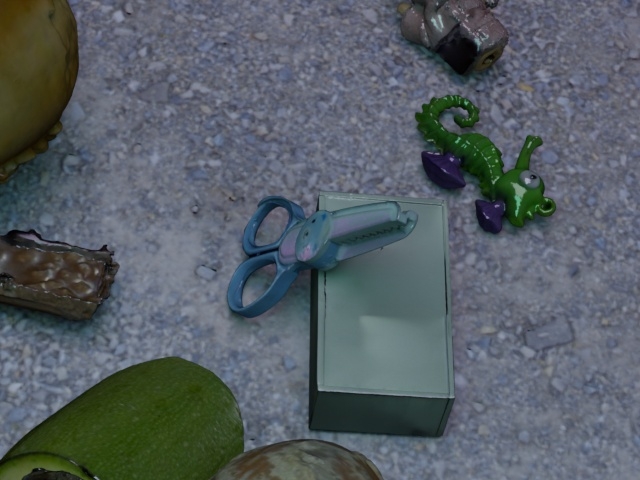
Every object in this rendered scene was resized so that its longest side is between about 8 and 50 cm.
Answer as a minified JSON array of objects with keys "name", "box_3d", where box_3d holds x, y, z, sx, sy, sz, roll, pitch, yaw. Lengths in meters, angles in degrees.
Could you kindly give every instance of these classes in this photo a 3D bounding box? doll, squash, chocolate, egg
[{"name":"doll","box_3d":[0.171,-0.085,1.939,0.115,0.050,0.190,-37,65,-23]},{"name":"squash","box_3d":[-0.185,0.231,1.695,0.189,0.189,0.260,28,21,12]},{"name":"chocolate","box_3d":[-0.362,0.022,1.789,0.329,0.065,0.102,10,24,1]},{"name":"egg","box_3d":[-0.029,0.277,1.579,0.203,0.203,0.245,24,52,9]}]

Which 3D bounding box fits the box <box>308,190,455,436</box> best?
[{"name":"box","box_3d":[0.057,0.071,1.795,0.129,0.086,0.225,4,56,-5]}]

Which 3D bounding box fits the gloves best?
[{"name":"gloves","box_3d":[0.147,-0.250,2.021,0.094,0.110,0.144,-23,90,-29]}]

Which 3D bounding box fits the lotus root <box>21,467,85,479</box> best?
[{"name":"lotus root","box_3d":[-0.170,0.360,1.409,0.196,0.179,0.397,-24,59,14]}]

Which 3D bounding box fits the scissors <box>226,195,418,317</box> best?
[{"name":"scissors","box_3d":[0.000,0.000,1.752,0.030,0.256,0.125,28,64,-32]}]

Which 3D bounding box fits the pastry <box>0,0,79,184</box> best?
[{"name":"pastry","box_3d":[-0.434,-0.179,1.797,0.409,0.245,0.410,3,41,-2]}]
